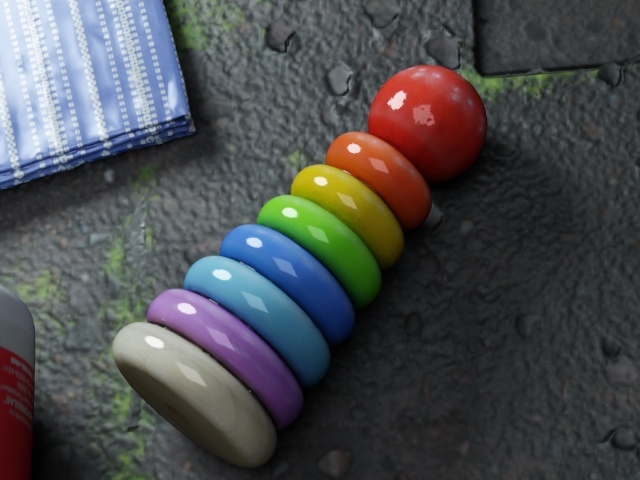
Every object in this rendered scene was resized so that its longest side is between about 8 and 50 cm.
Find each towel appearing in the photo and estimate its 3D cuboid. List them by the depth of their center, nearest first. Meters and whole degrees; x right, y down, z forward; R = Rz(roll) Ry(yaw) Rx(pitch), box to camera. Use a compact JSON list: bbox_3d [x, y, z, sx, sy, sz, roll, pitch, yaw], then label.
[{"bbox_3d":[-0.284,-0.138,1.563,0.336,0.040,0.243,-18,65,1],"label":"towel"}]

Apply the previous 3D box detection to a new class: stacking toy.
[{"bbox_3d":[0.000,0.000,1.416,0.141,0.141,0.330,33,72,19],"label":"stacking toy"}]

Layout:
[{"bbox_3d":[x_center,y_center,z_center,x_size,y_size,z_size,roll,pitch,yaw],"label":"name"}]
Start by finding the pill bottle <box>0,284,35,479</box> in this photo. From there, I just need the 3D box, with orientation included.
[{"bbox_3d":[-0.313,0.234,1.318,0.229,0.229,0.408,-4,69,8],"label":"pill bottle"}]
